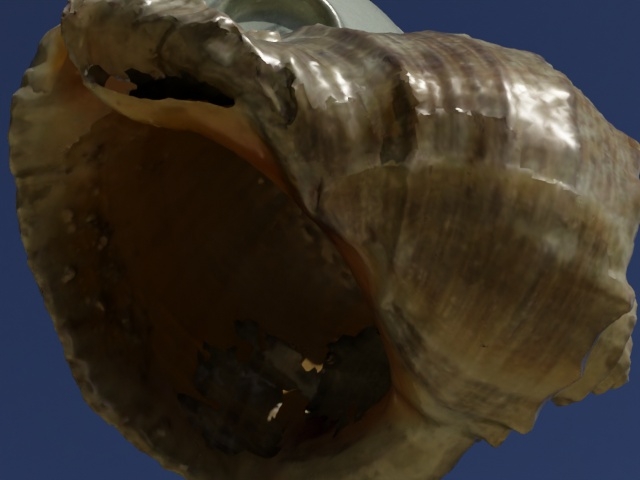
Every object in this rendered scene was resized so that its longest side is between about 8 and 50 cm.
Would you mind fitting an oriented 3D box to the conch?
[{"bbox_3d":[0.006,-0.002,0.887,0.352,0.210,0.297,37,-75,9],"label":"conch"}]

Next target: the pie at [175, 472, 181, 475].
[{"bbox_3d":[-0.115,0.171,1.391,0.017,0.085,0.085,-31,-29,-49],"label":"pie"}]

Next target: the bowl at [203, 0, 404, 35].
[{"bbox_3d":[-0.040,-0.124,1.306,0.313,0.313,0.146,-8,-26,-9],"label":"bowl"}]
